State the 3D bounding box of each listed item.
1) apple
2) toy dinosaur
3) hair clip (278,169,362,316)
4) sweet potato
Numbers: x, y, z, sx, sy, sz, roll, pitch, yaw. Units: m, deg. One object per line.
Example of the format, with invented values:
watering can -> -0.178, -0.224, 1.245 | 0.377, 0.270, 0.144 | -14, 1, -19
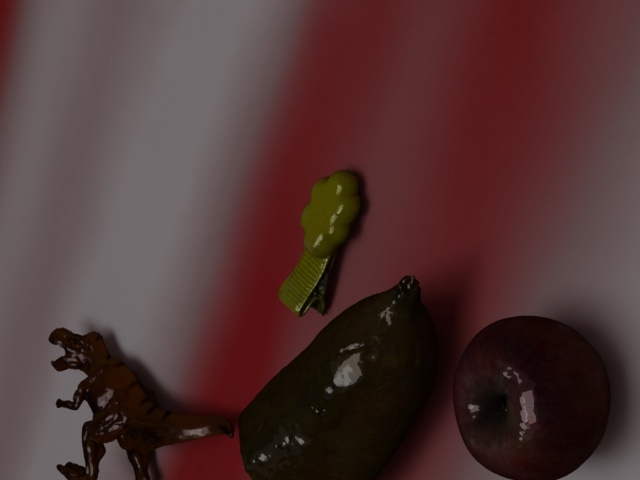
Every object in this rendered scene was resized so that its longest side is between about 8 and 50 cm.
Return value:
apple -> 0.192, 0.143, 1.206 | 0.153, 0.120, 0.153 | 14, 107, 54
toy dinosaur -> -0.253, 0.260, 1.776 | 0.432, 0.097, 0.208 | 26, 103, 43
hair clip -> 0.000, 0.000, 1.485 | 0.072, 0.046, 0.173 | 40, 120, 37
sweet potato -> 0.027, 0.174, 1.396 | 0.370, 0.157, 0.158 | -49, 56, 32
